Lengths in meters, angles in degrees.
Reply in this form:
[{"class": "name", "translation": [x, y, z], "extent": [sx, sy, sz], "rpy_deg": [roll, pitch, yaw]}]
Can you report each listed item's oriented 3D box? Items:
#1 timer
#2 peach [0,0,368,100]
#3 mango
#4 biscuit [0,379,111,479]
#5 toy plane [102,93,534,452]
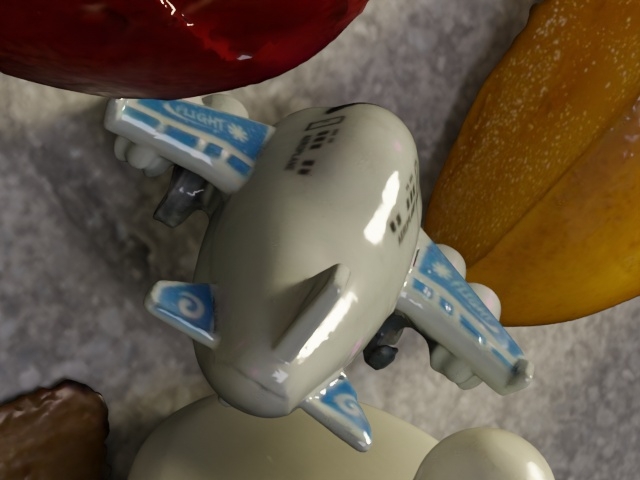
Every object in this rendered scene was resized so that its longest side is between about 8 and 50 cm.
[{"class": "timer", "translation": [0.006, 0.163, 0.808], "extent": [0.233, 0.233, 0.240], "rpy_deg": [-3, 125, -35]}, {"class": "peach", "translation": [-0.130, -0.261, 0.595], "extent": [0.416, 0.353, 0.339], "rpy_deg": [28, 76, 4]}, {"class": "mango", "translation": [0.204, -0.076, 0.931], "extent": [0.199, 0.201, 0.350], "rpy_deg": [41, 85, -7]}, {"class": "biscuit", "translation": [-0.211, 0.212, 0.816], "extent": [0.237, 0.013, 0.232], "rpy_deg": [-17, 113, -32]}, {"class": "toy plane", "translation": [-0.003, 0.004, 0.780], "extent": [0.267, 0.267, 0.122], "rpy_deg": [15, 126, -38]}]
